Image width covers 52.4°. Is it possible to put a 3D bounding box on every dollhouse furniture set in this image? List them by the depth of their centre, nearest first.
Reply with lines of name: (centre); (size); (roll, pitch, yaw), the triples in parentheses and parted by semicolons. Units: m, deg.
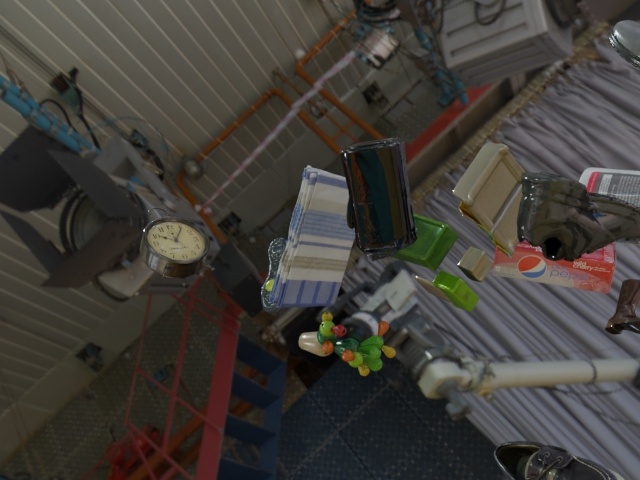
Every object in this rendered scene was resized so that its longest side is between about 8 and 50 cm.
dollhouse furniture set: (0.295, -0.038, 1.339); (0.197, 0.151, 0.302); (43, -102, -31)

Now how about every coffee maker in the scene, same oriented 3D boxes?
coffee maker: (0.104, -0.078, 1.092); (0.120, 0.171, 0.179); (-13, -77, -5)

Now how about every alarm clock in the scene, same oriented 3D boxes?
alarm clock: (-0.294, 0.002, 1.284); (0.129, 0.192, 0.064); (-6, -40, -35)

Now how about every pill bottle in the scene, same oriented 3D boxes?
pill bottle: (0.775, -0.073, 1.520); (0.176, 0.318, 0.177); (-18, -68, -51)

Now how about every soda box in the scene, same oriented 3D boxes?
soda box: (0.545, 0.046, 1.525); (0.083, 0.263, 0.092); (-58, -29, -51)

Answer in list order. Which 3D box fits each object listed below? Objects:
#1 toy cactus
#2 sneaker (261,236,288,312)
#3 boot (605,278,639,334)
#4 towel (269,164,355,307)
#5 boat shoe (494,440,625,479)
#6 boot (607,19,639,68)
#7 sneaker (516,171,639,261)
toy cactus: (0.038, 0.196, 1.274); (0.219, 0.180, 0.112); (28, -111, -51)
sneaker: (-0.093, 0.094, 1.608); (0.069, 0.210, 0.082); (-13, -39, 24)
boot: (0.564, 0.111, 1.158); (0.114, 0.037, 0.106); (-56, 12, -20)
towel: (0.000, 0.000, 1.332); (0.209, 0.034, 0.285); (6, -79, -53)
boat shoe: (0.364, 0.376, 1.028); (0.103, 0.092, 0.285); (-60, 5, -11)
boot: (0.700, -0.398, 1.192); (0.118, 0.338, 0.223); (-4, -51, -26)
sneaker: (0.421, -0.023, 1.068); (0.286, 0.109, 0.130); (13, -86, -28)
